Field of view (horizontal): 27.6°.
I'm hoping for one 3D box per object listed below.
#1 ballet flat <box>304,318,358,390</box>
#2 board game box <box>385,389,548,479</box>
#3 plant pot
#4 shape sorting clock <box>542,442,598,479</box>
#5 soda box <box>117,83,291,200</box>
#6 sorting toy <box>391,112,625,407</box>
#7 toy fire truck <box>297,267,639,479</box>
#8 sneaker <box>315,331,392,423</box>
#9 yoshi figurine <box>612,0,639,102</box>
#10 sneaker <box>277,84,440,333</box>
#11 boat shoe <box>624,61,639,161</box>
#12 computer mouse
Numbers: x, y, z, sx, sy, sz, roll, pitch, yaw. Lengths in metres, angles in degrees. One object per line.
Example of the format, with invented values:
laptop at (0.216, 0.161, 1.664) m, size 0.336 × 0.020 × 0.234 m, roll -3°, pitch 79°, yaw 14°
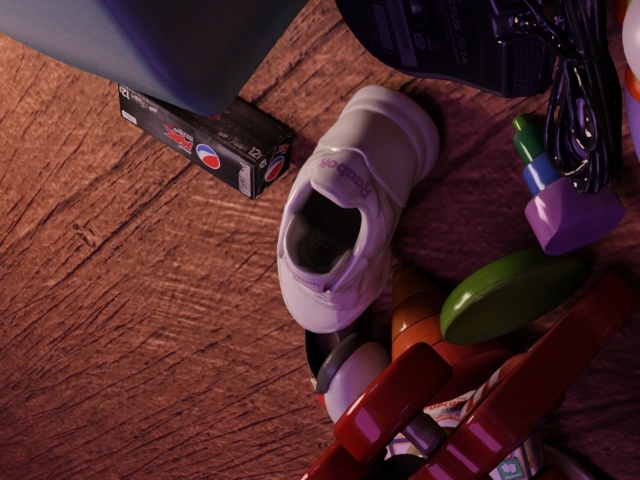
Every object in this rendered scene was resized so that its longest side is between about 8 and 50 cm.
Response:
ballet flat at (0.010, 0.107, 1.353) m, size 0.084 × 0.058 × 0.249 m, roll 32°, pitch 148°, yaw 20°
board game box at (0.148, 0.241, 1.255) m, size 0.147 × 0.045 × 0.193 m, roll -10°, pitch 107°, yaw 21°
plant pot at (-0.130, -0.230, 0.934) m, size 0.248 × 0.247 × 0.252 m, roll 23°, pitch 158°, yaw 32°
shape sorting clock at (0.236, 0.281, 1.316) m, size 0.206 × 0.040 × 0.206 m, roll 28°, pitch 139°, yaw 27°
soda box at (-0.109, -0.110, 1.224) m, size 0.169 × 0.060 × 0.053 m, roll 33°, pitch 147°, yaw 19°
sorting toy at (0.129, 0.017, 1.090) m, size 0.126 × 0.127 × 0.365 m, roll 66°, pitch 154°, yaw 23°
toy fire truck at (0.123, 0.169, 1.056) m, size 0.169 × 0.254 × 0.302 m, roll 44°, pitch 138°, yaw 12°
sneaker at (0.084, 0.207, 1.342) m, size 0.145 × 0.090 × 0.270 m, roll 37°, pitch 157°, yaw 32°
yoshi figurine at (0.260, -0.082, 0.640) m, size 0.203 × 0.203 × 0.362 m, roll 32°, pitch -150°, yaw -59°
sneaker at (0.000, 0.000, 1.122) m, size 0.114 × 0.152 × 0.305 m, roll 32°, pitch 144°, yaw 11°
boat shoe at (0.284, -0.034, 0.832) m, size 0.084 × 0.095 × 0.258 m, roll -5°, pitch 135°, yaw 48°
computer mouse at (0.107, -0.155, 0.864) m, size 0.272 × 0.072 × 0.188 m, roll 32°, pitch 146°, yaw 48°
